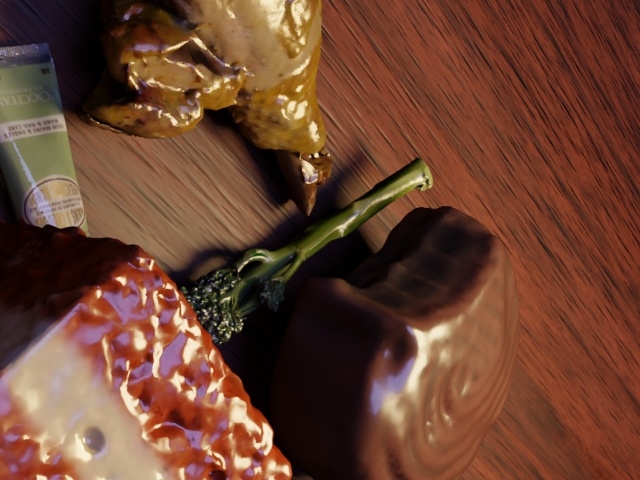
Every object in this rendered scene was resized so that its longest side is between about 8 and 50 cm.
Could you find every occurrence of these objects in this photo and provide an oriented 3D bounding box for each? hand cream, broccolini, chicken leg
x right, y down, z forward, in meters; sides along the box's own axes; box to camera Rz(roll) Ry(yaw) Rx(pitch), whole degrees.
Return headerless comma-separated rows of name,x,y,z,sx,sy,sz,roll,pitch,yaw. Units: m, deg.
hand cream,-0.246,-0.055,0.838,0.086,0.055,0.235,-18,98,-48
broccolini,0.001,0.005,1.037,0.392,0.074,0.078,-33,154,-32
chicken leg,-0.103,-0.167,0.942,0.295,0.182,0.409,-47,137,-26

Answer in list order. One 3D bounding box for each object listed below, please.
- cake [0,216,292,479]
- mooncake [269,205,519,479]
cake,-0.231,0.182,0.680,0.319,0.269,0.270,-46,121,-28
mooncake,0.102,0.123,1.057,0.326,0.174,0.333,15,93,-55
